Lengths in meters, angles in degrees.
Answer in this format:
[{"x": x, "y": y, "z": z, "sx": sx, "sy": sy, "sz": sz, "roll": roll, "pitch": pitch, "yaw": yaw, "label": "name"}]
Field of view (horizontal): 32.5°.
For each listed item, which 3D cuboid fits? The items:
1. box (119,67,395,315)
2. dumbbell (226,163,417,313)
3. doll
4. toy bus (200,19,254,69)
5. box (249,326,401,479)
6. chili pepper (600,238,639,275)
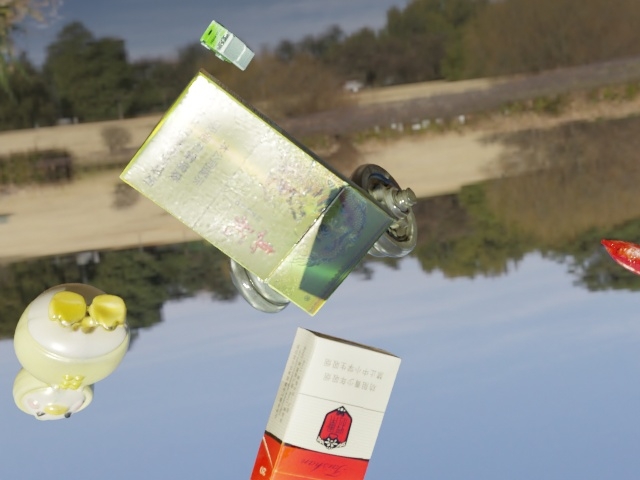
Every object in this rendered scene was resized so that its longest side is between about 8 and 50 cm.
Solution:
[{"x": -0.079, "y": -0.058, "z": 1.401, "sx": 0.173, "sy": 0.311, "sz": 0.043, "roll": -50, "pitch": -167, "yaw": 13, "label": "box"}, {"x": 0.000, "y": 0.000, "z": 1.992, "sx": 0.406, "sy": 0.179, "sz": 0.179, "roll": -26, "pitch": 173, "yaw": 29, "label": "dumbbell"}, {"x": -0.325, "y": 0.158, "z": 1.403, "sx": 0.141, "sy": 0.117, "sz": 0.296, "roll": 1, "pitch": 137, "yaw": -25, "label": "doll"}, {"x": -0.100, "y": -0.211, "z": 1.195, "sx": 0.037, "sy": 0.031, "sz": 0.083, "roll": 34, "pitch": -177, "yaw": 16, "label": "toy bus"}, {"x": 0.006, "y": 0.167, "z": 1.031, "sx": 0.100, "sy": 0.152, "sz": 0.048, "roll": 18, "pitch": -177, "yaw": -28, "label": "box"}, {"x": 0.443, "y": 0.063, "z": 1.259, "sx": 0.268, "sy": 0.059, "sz": 0.050, "roll": 33, "pitch": 164, "yaw": 12, "label": "chili pepper"}]
